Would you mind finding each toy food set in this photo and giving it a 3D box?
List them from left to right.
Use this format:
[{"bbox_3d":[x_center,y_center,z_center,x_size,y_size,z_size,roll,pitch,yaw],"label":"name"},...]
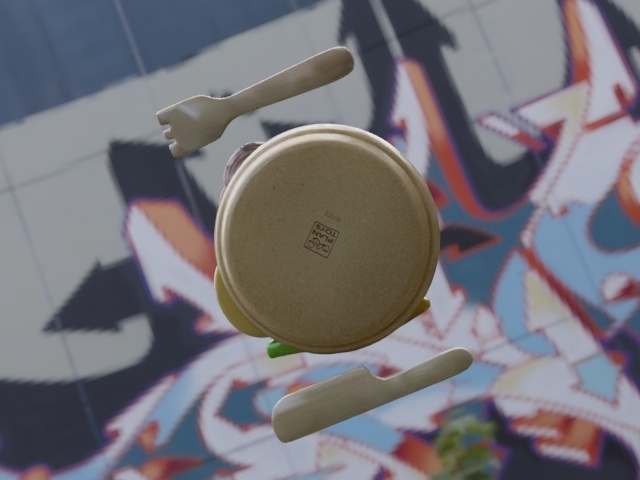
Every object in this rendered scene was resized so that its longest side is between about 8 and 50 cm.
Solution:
[{"bbox_3d":[0.000,0.000,0.863,0.132,0.192,0.038,-21,-2,11],"label":"toy food set"}]
